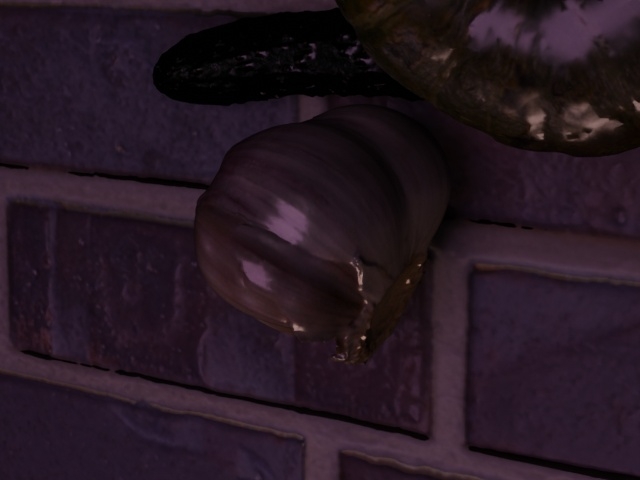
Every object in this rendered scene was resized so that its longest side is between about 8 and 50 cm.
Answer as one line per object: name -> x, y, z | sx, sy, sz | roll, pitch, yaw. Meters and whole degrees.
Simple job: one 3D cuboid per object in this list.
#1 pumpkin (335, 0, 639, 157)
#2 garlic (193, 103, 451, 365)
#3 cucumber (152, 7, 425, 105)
pumpkin -> 0.173, -0.177, 1.014 | 0.325, 0.242, 0.232 | -13, 113, 22
garlic -> 0.000, 0.000, 1.184 | 0.257, 0.207, 0.207 | -161, 65, -76
cucumber -> -0.016, -0.145, 1.212 | 0.303, 0.072, 0.081 | 5, 102, 34
